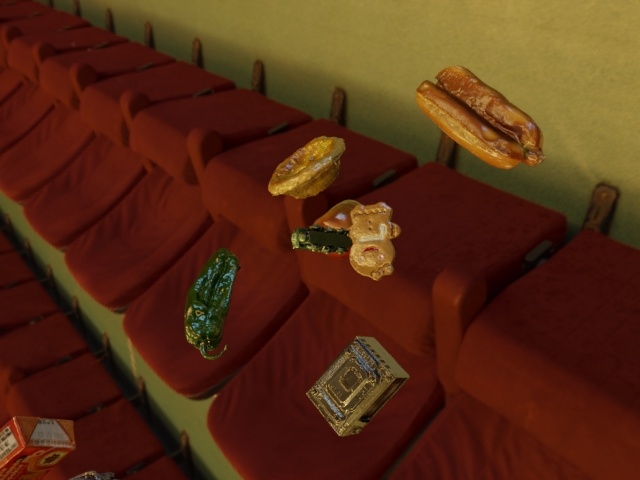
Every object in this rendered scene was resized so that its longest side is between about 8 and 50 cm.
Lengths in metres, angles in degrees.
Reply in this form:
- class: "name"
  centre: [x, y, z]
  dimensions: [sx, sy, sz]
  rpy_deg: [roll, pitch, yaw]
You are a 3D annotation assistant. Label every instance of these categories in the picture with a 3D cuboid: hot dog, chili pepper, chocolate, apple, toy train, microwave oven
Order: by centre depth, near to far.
- class: "chili pepper"
  centre: [-0.209, 0.115, 1.164]
  dimensions: [0.074, 0.100, 0.256]
  rpy_deg: [111, 170, -53]
- class: "hot dog"
  centre: [0.318, -0.238, 1.200]
  dimensions: [0.337, 0.135, 0.100]
  rpy_deg: [54, 171, 42]
- class: "microwave oven"
  centre: [0.089, 0.358, 1.483]
  dimensions: [0.163, 0.129, 0.205]
  rpy_deg: [44, 102, 28]
- class: "toy train"
  centre: [0.000, 0.000, 1.516]
  dimensions: [0.111, 0.171, 0.071]
  rpy_deg: [-4, 82, 47]
- class: "chocolate"
  centre: [-0.888, 0.637, 1.786]
  dimensions: [0.108, 0.237, 0.235]
  rpy_deg: [54, -174, 30]
- class: "apple"
  centre: [0.080, -0.034, 2.042]
  dimensions: [0.210, 0.235, 0.173]
  rpy_deg: [-35, 95, 40]

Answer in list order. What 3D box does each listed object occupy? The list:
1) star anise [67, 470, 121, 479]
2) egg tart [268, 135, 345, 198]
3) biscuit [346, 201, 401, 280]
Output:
- class: "star anise"
  centre: [-0.609, 0.661, 1.594]
  dimensions: [0.230, 0.263, 0.081]
  rpy_deg: [79, -163, -82]
- class: "egg tart"
  centre: [-0.040, -0.256, 2.247]
  dimensions: [0.341, 0.341, 0.132]
  rpy_deg: [2, 134, 54]
- class: "biscuit"
  centre: [0.158, 0.003, 1.850]
  dimensions: [0.184, 0.035, 0.248]
  rpy_deg: [-4, 75, 22]
